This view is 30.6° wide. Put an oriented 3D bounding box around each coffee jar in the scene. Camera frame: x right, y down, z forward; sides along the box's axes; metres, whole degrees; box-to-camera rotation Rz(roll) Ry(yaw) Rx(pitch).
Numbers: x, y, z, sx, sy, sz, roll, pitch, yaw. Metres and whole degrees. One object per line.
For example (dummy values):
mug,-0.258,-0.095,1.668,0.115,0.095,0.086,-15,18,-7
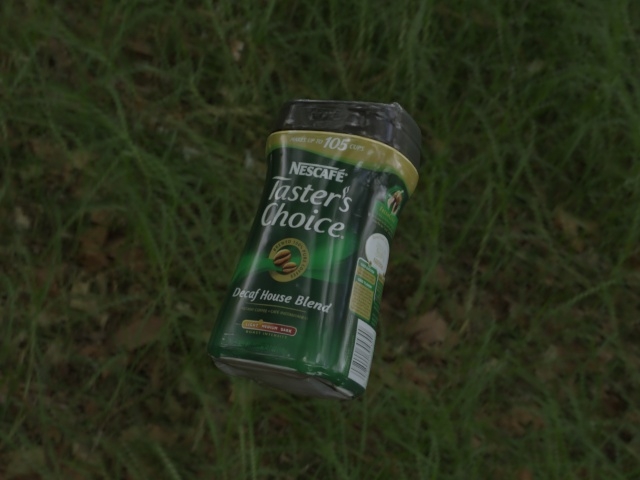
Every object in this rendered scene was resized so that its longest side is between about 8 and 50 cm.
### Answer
coffee jar,0.000,0.000,0.723,0.096,0.079,0.184,6,71,28
